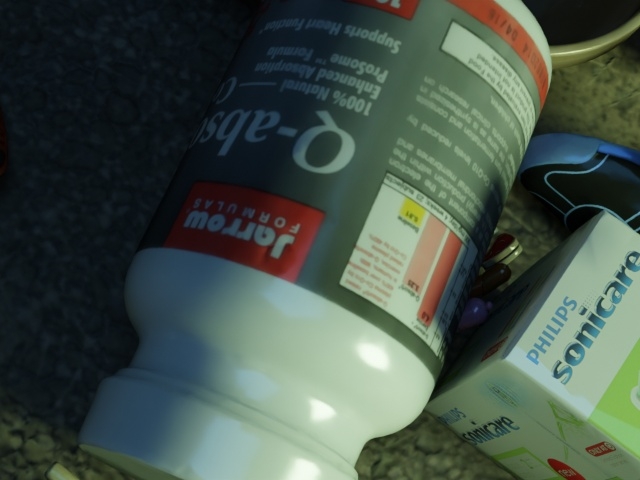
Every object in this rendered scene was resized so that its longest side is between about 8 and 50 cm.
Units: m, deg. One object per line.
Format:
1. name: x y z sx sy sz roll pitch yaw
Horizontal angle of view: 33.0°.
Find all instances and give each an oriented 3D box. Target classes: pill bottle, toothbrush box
1. pill bottle: 0.000 0.000 0.709 0.210 0.210 0.363 24 71 0
2. toothbrush box: 0.232 0.134 0.703 0.283 0.206 0.122 38 72 4

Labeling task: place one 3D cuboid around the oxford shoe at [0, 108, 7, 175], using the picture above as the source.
1. oxford shoe: -0.318 -0.140 0.781 0.098 0.097 0.271 -35 75 3

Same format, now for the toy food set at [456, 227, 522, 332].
1. toy food set: 0.108 0.037 0.788 0.122 0.078 0.019 -46 111 -19

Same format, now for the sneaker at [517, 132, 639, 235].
1. sneaker: 0.247 0.003 0.811 0.232 0.081 0.090 25 64 -1

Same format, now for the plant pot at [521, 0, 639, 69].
1. plant pot: 0.149 -0.229 0.854 0.237 0.110 0.237 2 72 -7

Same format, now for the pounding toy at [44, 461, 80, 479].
1. pounding toy: -0.170 0.238 0.679 0.206 0.094 0.181 -2 68 -18
